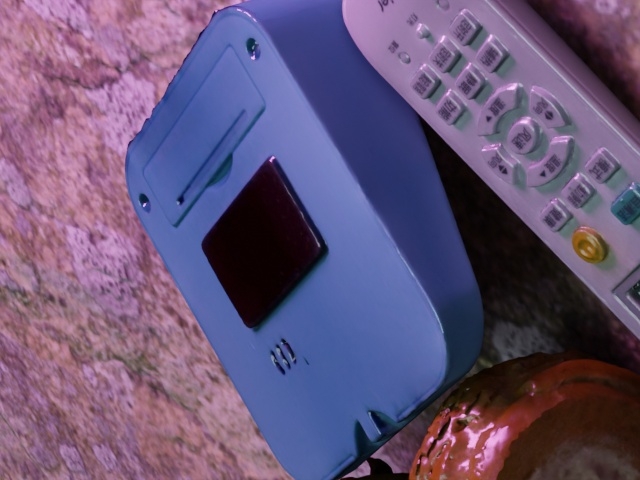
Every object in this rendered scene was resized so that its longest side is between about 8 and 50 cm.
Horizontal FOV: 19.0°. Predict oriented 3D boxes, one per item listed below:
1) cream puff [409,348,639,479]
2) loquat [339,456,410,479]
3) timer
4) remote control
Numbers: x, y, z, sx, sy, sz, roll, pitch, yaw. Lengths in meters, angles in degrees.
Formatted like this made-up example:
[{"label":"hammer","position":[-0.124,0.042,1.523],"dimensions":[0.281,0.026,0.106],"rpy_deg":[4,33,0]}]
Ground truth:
[{"label":"cream puff","position":[0.125,0.134,1.065],"dimensions":[0.165,0.150,0.115],"rpy_deg":[29,175,-20]},{"label":"loquat","position":[0.051,0.250,1.181],"dimensions":[0.244,0.244,0.244],"rpy_deg":[31,137,34]},{"label":"timer","position":[0.000,0.000,1.128],"dimensions":[0.250,0.091,0.232],"rpy_deg":[63,147,13]},{"label":"remote control","position":[0.129,-0.053,1.004],"dimensions":[0.293,0.051,0.103],"rpy_deg":[49,145,8]}]
